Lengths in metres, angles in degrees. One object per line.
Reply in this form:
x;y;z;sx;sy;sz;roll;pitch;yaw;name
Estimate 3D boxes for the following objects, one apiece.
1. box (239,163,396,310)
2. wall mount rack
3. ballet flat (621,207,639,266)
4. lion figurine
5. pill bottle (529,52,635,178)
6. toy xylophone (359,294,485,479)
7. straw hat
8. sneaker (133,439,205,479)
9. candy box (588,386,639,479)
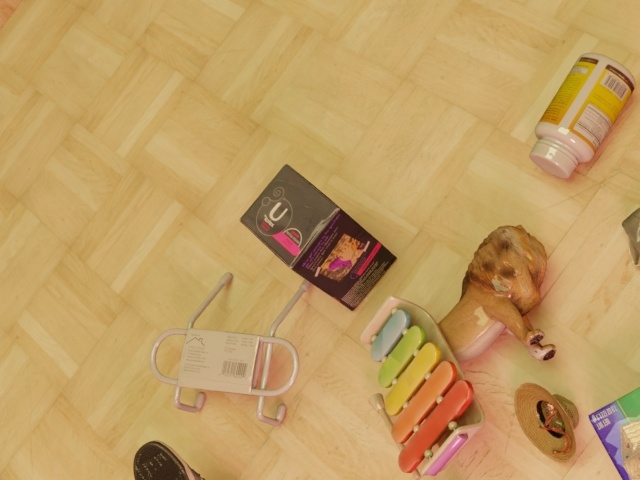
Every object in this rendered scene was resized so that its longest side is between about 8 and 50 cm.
0.000;0.000;1.781;0.143;0.270;0.165;-50;55;1;box
-0.160;0.200;1.879;0.349;0.130;0.304;3;75;29;wall mount rack
0.566;0.045;1.591;0.068;0.072;0.213;-40;51;42;ballet flat
0.262;0.163;1.655;0.392;0.142;0.240;-43;49;11;lion figurine
0.470;-0.224;1.714;0.117;0.117;0.215;30;85;34;pill bottle
0.158;0.263;1.592;0.236;0.081;0.323;-63;35;23;toy xylophone
0.393;0.292;1.569;0.061;0.145;0.144;-21;52;-26;straw hat
-0.219;0.483;1.752;0.123;0.178;0.296;-35;87;11;sneaker
0.598;0.346;1.403;0.268;0.122;0.317;-33;59;12;candy box
